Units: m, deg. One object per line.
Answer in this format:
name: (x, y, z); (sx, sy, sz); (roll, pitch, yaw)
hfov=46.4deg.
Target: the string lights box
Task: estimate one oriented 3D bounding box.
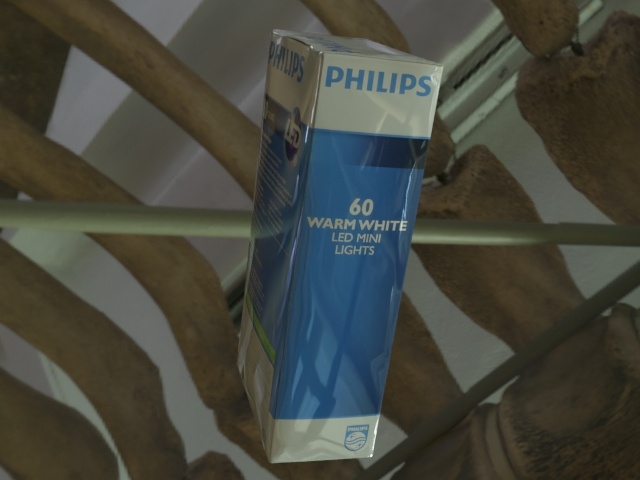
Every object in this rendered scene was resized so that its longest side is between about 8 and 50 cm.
string lights box: (0.000, 0.000, 0.501); (0.133, 0.076, 0.260); (-126, -139, -64)
